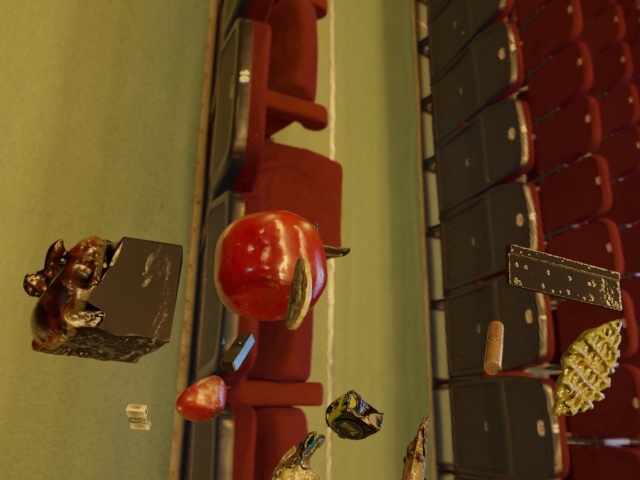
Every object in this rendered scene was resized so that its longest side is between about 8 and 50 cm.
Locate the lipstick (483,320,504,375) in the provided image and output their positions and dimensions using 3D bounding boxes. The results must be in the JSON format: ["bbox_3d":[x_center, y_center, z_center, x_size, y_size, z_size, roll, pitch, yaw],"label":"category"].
[{"bbox_3d":[0.193,0.118,0.602,0.019,0.019,0.094,60,26,-7],"label":"lipstick"}]

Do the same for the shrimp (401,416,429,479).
[{"bbox_3d":[0.239,0.571,1.375,0.117,0.066,0.262,24,76,-65],"label":"shrimp"}]

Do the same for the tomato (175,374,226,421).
[{"bbox_3d":[-0.334,0.475,1.580,0.159,0.139,0.091,-14,45,-37],"label":"tomato"}]

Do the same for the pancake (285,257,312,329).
[{"bbox_3d":[-0.045,0.111,1.117,0.028,0.158,0.158,10,68,-13],"label":"pancake"}]

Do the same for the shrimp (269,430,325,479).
[{"bbox_3d":[-0.091,0.889,1.896,0.221,0.110,0.446,19,78,12],"label":"shrimp"}]

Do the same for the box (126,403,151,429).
[{"bbox_3d":[-0.515,0.500,1.539,0.053,0.083,0.024,2,34,2],"label":"box"}]

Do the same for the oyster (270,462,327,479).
[{"bbox_3d":[-0.036,0.605,1.274,0.190,0.081,0.164,-12,81,4],"label":"oyster"}]

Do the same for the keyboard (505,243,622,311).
[{"bbox_3d":[0.540,0.081,1.199,0.309,0.018,0.101,13,69,-17],"label":"keyboard"}]

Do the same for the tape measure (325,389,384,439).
[{"bbox_3d":[0.115,0.656,2.033,0.199,0.186,0.112,40,38,-11],"label":"tape measure"}]

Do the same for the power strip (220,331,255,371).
[{"bbox_3d":[-0.189,0.253,1.243,0.111,0.037,0.029,-59,140,-55],"label":"power strip"}]

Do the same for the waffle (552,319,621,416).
[{"bbox_3d":[0.582,0.281,1.189,0.223,0.054,0.204,-15,114,-32],"label":"waffle"}]

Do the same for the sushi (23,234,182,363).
[{"bbox_3d":[-0.371,0.101,0.901,0.212,0.227,0.216,9,85,-35],"label":"sushi"}]

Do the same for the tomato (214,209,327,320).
[{"bbox_3d":[-0.142,0.074,1.569,0.290,0.324,0.293,66,25,-69],"label":"tomato"}]

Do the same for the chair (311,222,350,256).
[{"bbox_3d":[0.000,0.000,1.949,0.212,0.084,0.102,-1,66,-19],"label":"chair"}]
